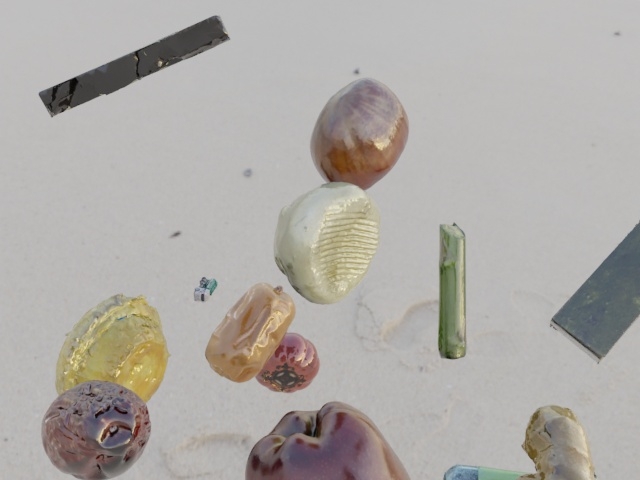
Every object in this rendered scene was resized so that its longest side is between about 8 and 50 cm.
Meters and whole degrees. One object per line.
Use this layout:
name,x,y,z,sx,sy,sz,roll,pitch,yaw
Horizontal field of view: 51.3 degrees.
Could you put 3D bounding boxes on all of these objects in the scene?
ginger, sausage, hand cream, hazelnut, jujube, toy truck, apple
ginger,0.249,0.296,0.621,0.148,0.081,0.334,-25,33,-1
sausage,-0.153,0.203,1.495,0.120,0.136,0.241,16,60,44
hand cream,0.238,0.324,0.823,0.175,0.095,0.046,8,-8,3
hazelnut,0.068,-0.202,1.270,0.181,0.212,0.181,39,-13,-19
jujube,-0.349,0.299,1.051,0.168,0.236,0.168,9,70,-26
toy truck,-0.303,0.130,1.761,0.044,0.039,0.083,8,28,7
apple,0.023,0.443,1.137,0.288,0.317,0.288,-23,8,3

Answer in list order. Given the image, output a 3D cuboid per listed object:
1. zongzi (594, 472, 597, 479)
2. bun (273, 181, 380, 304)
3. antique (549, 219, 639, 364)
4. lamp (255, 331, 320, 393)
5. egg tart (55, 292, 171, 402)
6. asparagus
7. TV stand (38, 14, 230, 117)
zongzi,0.269,0.309,0.745,0.104,0.113,0.052,-24,19,2
bun,0.000,0.000,1.154,0.133,0.231,0.231,18,33,35
antique,0.402,0.051,0.864,0.080,0.221,0.081,42,1,23
lamp,-0.091,0.308,1.719,0.182,0.182,0.140,9,37,-4
egg tart,-0.537,0.333,1.801,0.169,0.388,0.388,16,34,24
asparagus,0.267,0.102,1.345,0.060,0.278,0.067,0,2,24
TV stand,-0.230,-0.218,0.832,0.249,0.036,0.042,-20,20,9
